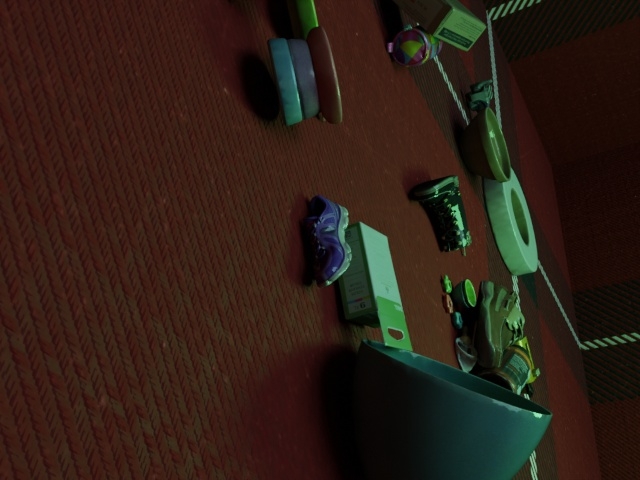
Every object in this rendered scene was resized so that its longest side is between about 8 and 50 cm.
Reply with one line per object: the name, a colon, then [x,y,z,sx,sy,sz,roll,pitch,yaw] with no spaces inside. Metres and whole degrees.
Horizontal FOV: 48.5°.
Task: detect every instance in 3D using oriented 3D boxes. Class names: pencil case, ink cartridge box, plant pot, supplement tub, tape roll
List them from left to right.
ink cartridge box: [0.082,0.084,1.167,0.109,0.062,0.209,26,48,-57]
pencil case: [0.247,-0.503,1.820,0.104,0.104,0.236,70,25,-10]
ink cartridge box: [0.283,-0.599,1.808,0.193,0.088,0.234,-1,46,-52]
plant pot: [0.164,0.288,1.040,0.290,0.290,0.195,23,87,-59]
plant pot: [0.503,-0.285,2.201,0.237,0.110,0.237,40,43,-50]
supplement tub: [0.445,0.320,1.705,0.198,0.106,0.106,-30,103,-54]
tape roll: [0.653,-0.074,2.428,0.392,0.072,0.392,42,40,-48]

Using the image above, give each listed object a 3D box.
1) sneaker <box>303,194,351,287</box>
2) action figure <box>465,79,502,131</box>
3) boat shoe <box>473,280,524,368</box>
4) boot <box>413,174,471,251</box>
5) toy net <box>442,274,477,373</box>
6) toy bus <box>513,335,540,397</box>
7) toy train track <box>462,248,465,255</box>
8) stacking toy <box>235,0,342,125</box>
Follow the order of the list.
sneaker: [0.000,0.000,1.088,0.071,0.068,0.170,35,35,-32]
action figure: [0.552,-0.382,2.377,0.185,0.099,0.285,16,66,-71]
boat shoe: [0.439,0.198,1.726,0.324,0.116,0.123,-65,162,-59]
boot: [0.298,-0.060,1.683,0.236,0.085,0.178,-20,96,-65]
toy net: [0.333,0.196,1.649,0.122,0.045,0.232,35,46,-54]
toy bus: [0.523,0.352,1.880,0.202,0.104,0.191,53,33,-37]
toy train track: [0.374,0.000,1.887,0.048,0.014,0.083,11,71,-70]
stacking toy: [-0.062,-0.320,1.135,0.279,0.130,0.308,111,-34,-89]
